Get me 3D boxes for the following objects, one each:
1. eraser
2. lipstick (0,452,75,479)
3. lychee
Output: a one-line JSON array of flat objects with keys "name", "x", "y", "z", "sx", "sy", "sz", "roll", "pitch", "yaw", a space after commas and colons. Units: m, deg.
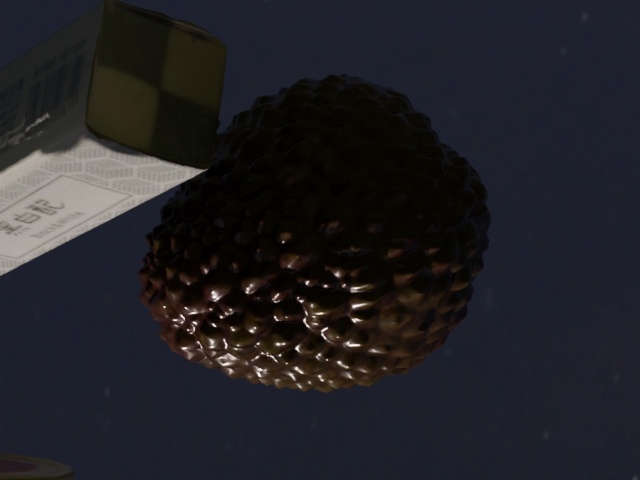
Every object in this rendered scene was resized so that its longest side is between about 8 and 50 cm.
[{"name": "eraser", "x": -0.209, "y": -0.049, "z": 1.361, "sx": 0.096, "sy": 0.404, "sz": 0.098, "roll": 18, "pitch": -113, "yaw": -29}, {"name": "lipstick", "x": -0.186, "y": 0.279, "z": 1.046, "sx": 0.087, "sy": 0.087, "sz": 0.326, "roll": 5, "pitch": -87, "yaw": 0}, {"name": "lychee", "x": 0.000, "y": 0.000, "z": 1.435, "sx": 0.271, "sy": 0.236, "sz": 0.236, "roll": -29, "pitch": -123, "yaw": -21}]
